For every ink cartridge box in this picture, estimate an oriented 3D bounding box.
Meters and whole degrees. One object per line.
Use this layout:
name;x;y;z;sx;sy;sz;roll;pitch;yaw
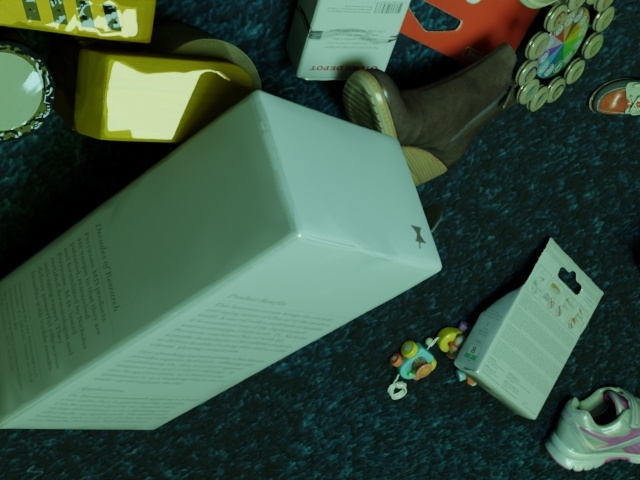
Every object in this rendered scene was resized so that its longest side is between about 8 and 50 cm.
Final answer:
ink cartridge box;0.306;0.127;1.599;0.181;0.056;0.224;39;75;-40
ink cartridge box;0.183;-0.326;1.266;0.275;0.060;0.239;19;109;-32
ink cartridge box;0.033;-0.255;1.215;0.109;0.063;0.150;-3;140;-22

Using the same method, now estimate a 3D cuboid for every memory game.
memory game;0.304;-0.241;1.349;0.186;0.012;0.186;-36;149;-25

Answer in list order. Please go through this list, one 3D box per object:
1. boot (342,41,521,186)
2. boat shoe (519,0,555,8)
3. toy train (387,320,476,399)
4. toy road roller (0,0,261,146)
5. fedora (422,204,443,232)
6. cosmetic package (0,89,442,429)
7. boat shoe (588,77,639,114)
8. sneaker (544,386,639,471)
boot;0.138;-0.175;1.298;0.207;0.090;0.248;-40;151;-5
boat shoe;0.327;-0.388;1.193;0.341;0.110;0.121;-50;119;-15
toy train;0.181;0.186;1.587;0.166;0.046;0.125;-14;124;-16
toy road roller;-0.221;-0.225;1.069;0.330;0.202;0.240;3;107;-25
fedora;0.000;0.000;1.314;0.275;0.243;0.124;-37;99;16
cosmetic package;-0.130;0.046;1.145;0.453;0.161;0.230;-31;154;31
boat shoe;0.426;-0.190;1.466;0.137;0.043;0.049;-9;125;-17
sneaker;0.487;0.292;1.752;0.252;0.103;0.111;-6;123;-21
